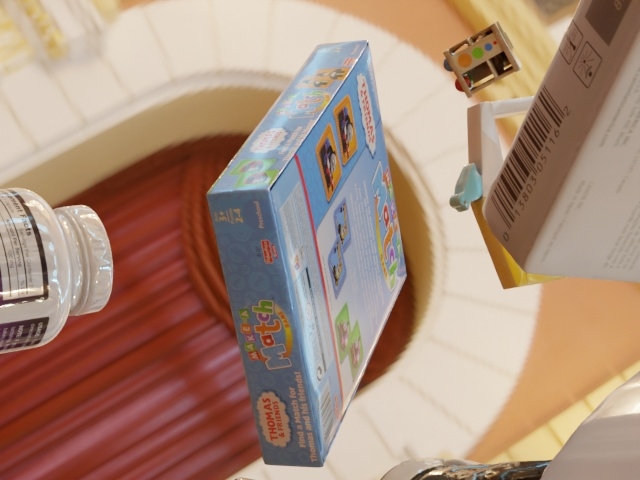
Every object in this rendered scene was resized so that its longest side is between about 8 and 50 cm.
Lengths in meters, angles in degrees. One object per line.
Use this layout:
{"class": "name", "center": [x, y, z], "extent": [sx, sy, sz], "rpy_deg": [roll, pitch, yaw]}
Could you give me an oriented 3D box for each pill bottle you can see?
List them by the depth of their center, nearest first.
{"class": "pill bottle", "center": [-0.398, 0.041, 1.708], "extent": [0.181, 0.322, 0.182], "rpy_deg": [17, -69, 54]}

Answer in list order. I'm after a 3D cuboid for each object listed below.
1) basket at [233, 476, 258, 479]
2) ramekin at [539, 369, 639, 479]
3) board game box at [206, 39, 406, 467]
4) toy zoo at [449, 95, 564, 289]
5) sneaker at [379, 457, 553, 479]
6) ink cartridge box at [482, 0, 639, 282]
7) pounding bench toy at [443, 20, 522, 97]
{"class": "basket", "center": [0.040, 0.232, 0.946], "extent": [0.226, 0.154, 0.204], "rpy_deg": [17, -33, -9]}
{"class": "ramekin", "center": [0.187, 0.146, 0.498], "extent": [0.277, 0.277, 0.135], "rpy_deg": [61, -18, -3]}
{"class": "board game box", "center": [0.000, 0.000, 0.875], "extent": [0.039, 0.211, 0.160], "rpy_deg": [-2, -64, 18]}
{"class": "toy zoo", "center": [0.261, -0.059, 1.634], "extent": [0.030, 0.293, 0.192], "rpy_deg": [-17, -96, 64]}
{"class": "sneaker", "center": [0.147, 0.151, 0.773], "extent": [0.106, 0.234, 0.078], "rpy_deg": [155, -56, -72]}
{"class": "ink cartridge box", "center": [0.353, -0.105, 1.204], "extent": [0.091, 0.385, 0.308], "rpy_deg": [62, -41, 47]}
{"class": "pounding bench toy", "center": [0.158, -0.178, 1.551], "extent": [0.052, 0.065, 0.083], "rpy_deg": [60, 14, -5]}
